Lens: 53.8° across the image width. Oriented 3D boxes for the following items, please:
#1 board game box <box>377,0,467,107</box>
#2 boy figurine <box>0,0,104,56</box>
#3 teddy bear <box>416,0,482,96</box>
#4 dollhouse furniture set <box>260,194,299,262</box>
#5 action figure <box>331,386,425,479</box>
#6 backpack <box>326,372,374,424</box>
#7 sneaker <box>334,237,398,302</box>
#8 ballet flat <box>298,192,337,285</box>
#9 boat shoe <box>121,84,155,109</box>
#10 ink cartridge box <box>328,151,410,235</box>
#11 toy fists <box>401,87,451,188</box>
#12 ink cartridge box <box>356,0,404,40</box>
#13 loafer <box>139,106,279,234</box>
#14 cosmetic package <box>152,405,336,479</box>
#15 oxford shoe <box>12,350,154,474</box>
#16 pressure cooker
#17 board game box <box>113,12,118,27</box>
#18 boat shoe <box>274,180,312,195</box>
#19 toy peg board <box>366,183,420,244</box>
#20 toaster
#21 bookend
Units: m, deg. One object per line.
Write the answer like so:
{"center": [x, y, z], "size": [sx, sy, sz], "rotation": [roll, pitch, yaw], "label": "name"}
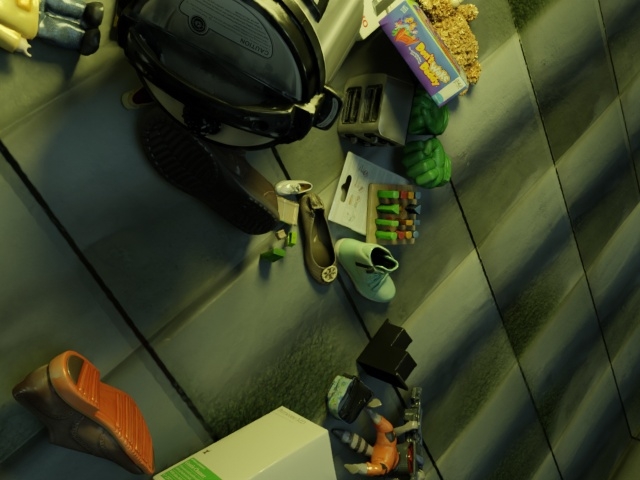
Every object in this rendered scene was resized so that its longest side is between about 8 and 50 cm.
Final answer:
{"center": [0.257, -0.458, 1.526], "size": [0.233, 0.078, 0.347], "rotation": [52, 21, -9], "label": "board game box"}
{"center": [-0.523, -0.413, 1.076], "size": [0.285, 0.092, 0.177], "rotation": [10, 93, -42], "label": "boy figurine"}
{"center": [0.376, -0.570, 1.761], "size": [0.245, 0.113, 0.337], "rotation": [-25, 112, -36], "label": "teddy bear"}
{"center": [-0.101, -0.027, 1.517], "size": [0.076, 0.059, 0.151], "rotation": [19, 66, -32], "label": "dollhouse furniture set"}
{"center": [0.193, 0.566, 1.797], "size": [0.330, 0.179, 0.341], "rotation": [48, 40, -40], "label": "action figure"}
{"center": [0.068, 0.424, 1.682], "size": [0.105, 0.084, 0.114], "rotation": [48, 63, -33], "label": "backpack"}
{"center": [0.155, 0.094, 1.659], "size": [0.256, 0.151, 0.094], "rotation": [46, 67, -35], "label": "sneaker"}
{"center": [0.000, 0.000, 1.578], "size": [0.084, 0.058, 0.249], "rotation": [-23, 110, -34], "label": "ballet flat"}
{"center": [-0.333, -0.299, 1.273], "size": [0.135, 0.045, 0.050], "rotation": [-36, 118, -29], "label": "boat shoe"}
{"center": [0.122, -0.110, 1.669], "size": [0.232, 0.066, 0.189], "rotation": [19, 85, -31], "label": "ink cartridge box"}
{"center": [0.287, -0.279, 1.721], "size": [0.142, 0.096, 0.279], "rotation": [3, 84, -39], "label": "toy fists"}
{"center": [0.106, -0.634, 1.530], "size": [0.273, 0.114, 0.197], "rotation": [-46, 123, -23], "label": "ink cartridge box"}
{"center": [-0.230, -0.157, 1.349], "size": [0.366, 0.134, 0.130], "rotation": [45, 32, -32], "label": "loafer"}
{"center": [-0.165, 0.549, 1.444], "size": [0.366, 0.197, 0.155], "rotation": [-22, 109, -36], "label": "cosmetic package"}
{"center": [-0.454, 0.364, 1.256], "size": [0.133, 0.130, 0.363], "rotation": [-26, 124, 2], "label": "oxford shoe"}
{"center": [-0.133, -0.370, 1.157], "size": [0.375, 0.370, 0.420], "rotation": [63, 38, -38], "label": "pressure cooker"}
{"center": [-0.323, -0.529, 1.253], "size": [0.124, 0.039, 0.259], "rotation": [12, 92, -40], "label": "board game box"}
{"center": [-0.063, -0.127, 1.523], "size": [0.100, 0.035, 0.035], "rotation": [-8, 102, -38], "label": "boat shoe"}
{"center": [0.209, -0.066, 1.655], "size": [0.161, 0.079, 0.161], "rotation": [-1, 97, -35], "label": "toy peg board"}
{"center": [0.143, -0.328, 1.572], "size": [0.110, 0.168, 0.185], "rotation": [9, 92, -38], "label": "toaster"}
{"center": [0.209, 0.309, 1.732], "size": [0.157, 0.156, 0.072], "rotation": [-50, 123, -23], "label": "bookend"}
